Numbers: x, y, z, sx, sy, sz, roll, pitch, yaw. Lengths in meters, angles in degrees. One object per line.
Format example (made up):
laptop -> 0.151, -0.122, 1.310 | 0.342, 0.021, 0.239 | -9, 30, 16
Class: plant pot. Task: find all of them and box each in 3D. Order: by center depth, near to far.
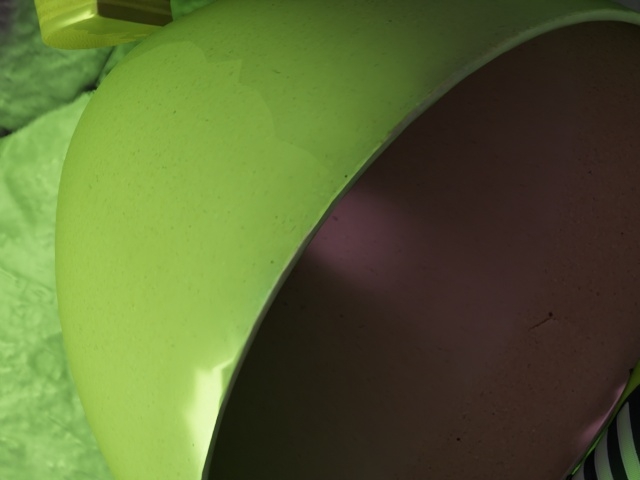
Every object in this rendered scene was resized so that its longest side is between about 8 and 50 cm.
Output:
plant pot -> 0.000, 0.000, 0.636 | 0.191, 0.284, 0.284 | 35, 105, 35

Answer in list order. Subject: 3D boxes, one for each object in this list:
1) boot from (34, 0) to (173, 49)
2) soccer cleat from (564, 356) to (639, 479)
boot -> -0.027, -0.214, 0.644 | 0.295, 0.104, 0.211 | -10, 84, 30
soccer cleat -> 0.143, 0.116, 0.660 | 0.060, 0.072, 0.179 | 18, 103, -21
